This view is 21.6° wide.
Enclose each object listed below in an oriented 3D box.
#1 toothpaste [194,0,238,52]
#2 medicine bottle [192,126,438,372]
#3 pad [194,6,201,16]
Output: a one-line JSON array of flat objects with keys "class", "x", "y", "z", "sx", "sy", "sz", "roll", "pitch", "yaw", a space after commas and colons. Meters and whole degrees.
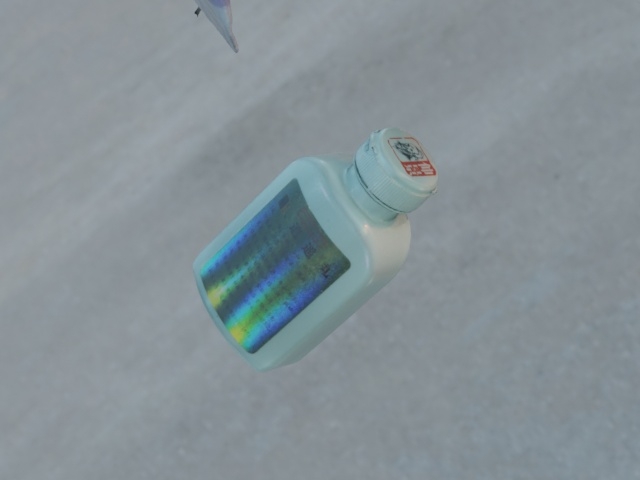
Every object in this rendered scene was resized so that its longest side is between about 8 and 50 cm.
[{"class": "toothpaste", "x": -0.085, "y": -0.229, "z": 0.557, "sx": 0.080, "sy": 0.371, "sz": 0.125, "roll": -26, "pitch": 50, "yaw": -16}, {"class": "medicine bottle", "x": 0.000, "y": 0.000, "z": 1.368, "sx": 0.083, "sy": 0.121, "sz": 0.229, "roll": -11, "pitch": -26, "yaw": -52}, {"class": "pad", "x": 0.011, "y": -0.355, "z": 1.235, "sx": 0.247, "sy": 0.007, "sz": 0.367, "roll": -49, "pitch": 15, "yaw": 54}]
